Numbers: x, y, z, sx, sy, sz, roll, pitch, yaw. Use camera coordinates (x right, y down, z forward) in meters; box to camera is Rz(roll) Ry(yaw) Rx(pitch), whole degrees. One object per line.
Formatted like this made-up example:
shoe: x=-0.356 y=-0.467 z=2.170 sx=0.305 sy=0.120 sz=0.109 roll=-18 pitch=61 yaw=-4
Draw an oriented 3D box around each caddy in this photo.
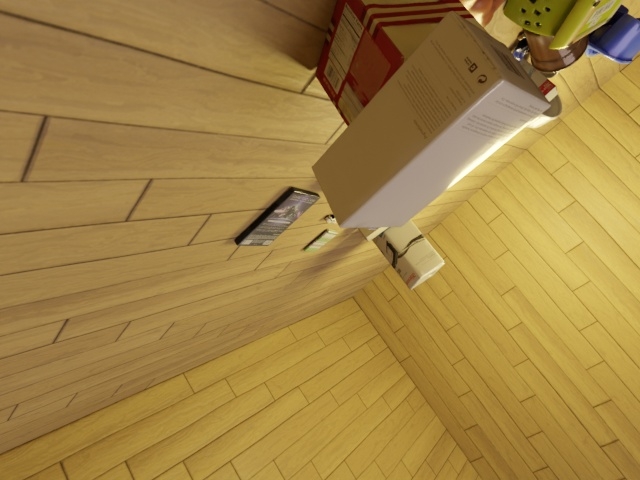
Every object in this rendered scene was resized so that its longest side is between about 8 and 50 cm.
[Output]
caddy: x=1.036 y=-0.745 z=1.584 sx=0.341 sy=0.241 sz=0.179 roll=-20 pitch=152 yaw=-42

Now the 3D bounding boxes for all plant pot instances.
plant pot: x=0.703 y=-0.630 z=1.332 sx=0.167 sy=0.167 sz=0.165 roll=-42 pitch=140 yaw=21
plant pot: x=0.653 y=-0.651 z=1.121 sx=0.228 sy=0.207 sz=0.227 roll=-32 pitch=164 yaw=-8

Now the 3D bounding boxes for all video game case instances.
video game case: x=-0.142 y=-0.074 z=1.487 sx=0.274 sy=0.026 sz=0.196 roll=-42 pitch=163 yaw=18

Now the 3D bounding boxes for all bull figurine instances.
bull figurine: x=0.352 y=-0.551 z=0.988 sx=0.188 sy=0.101 sz=0.310 roll=-49 pitch=165 yaw=21

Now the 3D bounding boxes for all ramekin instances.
ramekin: x=0.911 y=-0.580 z=1.874 sx=0.207 sy=0.207 sz=0.109 roll=-27 pitch=171 yaw=-28

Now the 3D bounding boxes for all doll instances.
doll: x=0.694 y=-0.658 z=1.474 sx=0.129 sy=0.046 sz=0.189 roll=-9 pitch=145 yaw=-38

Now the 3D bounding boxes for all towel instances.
towel: x=0.000 y=0.000 z=2.006 sx=0.152 sy=0.023 sz=0.113 roll=-38 pitch=162 yaw=17

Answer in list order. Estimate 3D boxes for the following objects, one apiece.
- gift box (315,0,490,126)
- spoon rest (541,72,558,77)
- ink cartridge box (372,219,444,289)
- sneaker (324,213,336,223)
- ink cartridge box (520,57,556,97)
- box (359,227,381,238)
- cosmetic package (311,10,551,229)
gift box: x=0.160 y=-0.360 z=0.900 sx=0.258 sy=0.255 sz=0.276 roll=-18 pitch=162 yaw=-24
spoon rest: x=0.808 y=-0.691 z=1.511 sx=0.084 sy=0.137 sz=0.276 roll=-19 pitch=146 yaw=-11
ink cartridge box: x=0.448 y=0.041 z=2.347 sx=0.166 sy=0.394 sz=0.285 roll=-33 pitch=164 yaw=-10
sneaker: x=0.054 y=-0.092 z=1.821 sx=0.037 sy=0.032 sz=0.083 roll=-45 pitch=162 yaw=30
ink cartridge box: x=0.788 y=-0.589 z=1.632 sx=0.072 sy=0.175 sz=0.127 roll=-46 pitch=162 yaw=25
box: x=0.316 y=-0.116 z=2.175 sx=0.275 sy=0.094 sz=0.113 roll=-35 pitch=164 yaw=1
cosmetic package: x=0.178 y=-0.179 z=0.782 sx=0.197 sy=0.155 sz=0.365 roll=-2 pitch=150 yaw=-45
